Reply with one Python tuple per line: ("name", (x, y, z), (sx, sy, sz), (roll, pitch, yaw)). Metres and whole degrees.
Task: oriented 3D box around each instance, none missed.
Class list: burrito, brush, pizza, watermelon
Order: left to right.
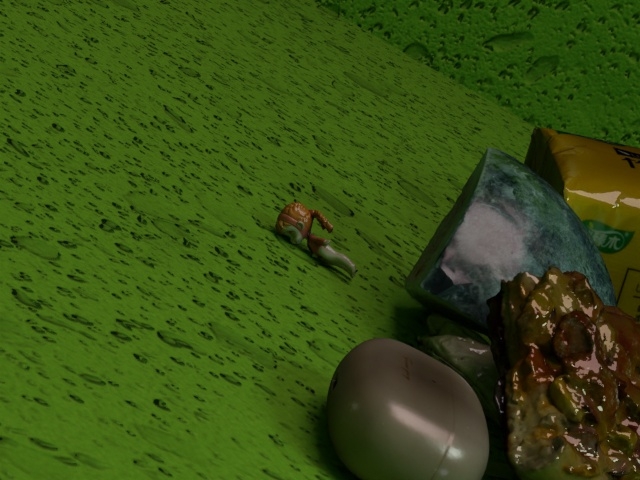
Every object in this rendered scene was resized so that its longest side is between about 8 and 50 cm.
("burrito", (0.167, 0.149, 1.703), (0.063, 0.058, 0.229), (-14, 46, -30))
("brush", (0.155, 0.210, 1.565), (0.083, 0.016, 0.013), (16, 9, -44))
("watermelon", (0.183, 0.062, 1.841), (0.289, 0.213, 0.320), (-10, 80, -51))
("pizza", (0.267, 0.153, 1.639), (0.409, 0.114, 0.278), (2, 64, -62))

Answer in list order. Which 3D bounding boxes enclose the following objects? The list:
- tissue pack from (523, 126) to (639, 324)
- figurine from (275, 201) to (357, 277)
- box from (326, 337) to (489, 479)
("tissue pack", (0.438, 0.018, 2.142), (0.381, 0.228, 0.293), (12, 20, -5))
("figurine", (0.000, 0.000, 1.871), (0.109, 0.047, 0.064), (40, -12, 7))
("box", (0.075, 0.156, 1.448), (0.146, 0.088, 0.200), (28, 17, -6))
